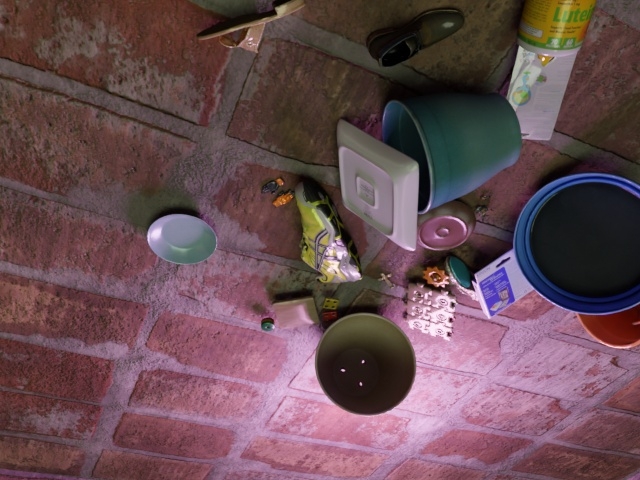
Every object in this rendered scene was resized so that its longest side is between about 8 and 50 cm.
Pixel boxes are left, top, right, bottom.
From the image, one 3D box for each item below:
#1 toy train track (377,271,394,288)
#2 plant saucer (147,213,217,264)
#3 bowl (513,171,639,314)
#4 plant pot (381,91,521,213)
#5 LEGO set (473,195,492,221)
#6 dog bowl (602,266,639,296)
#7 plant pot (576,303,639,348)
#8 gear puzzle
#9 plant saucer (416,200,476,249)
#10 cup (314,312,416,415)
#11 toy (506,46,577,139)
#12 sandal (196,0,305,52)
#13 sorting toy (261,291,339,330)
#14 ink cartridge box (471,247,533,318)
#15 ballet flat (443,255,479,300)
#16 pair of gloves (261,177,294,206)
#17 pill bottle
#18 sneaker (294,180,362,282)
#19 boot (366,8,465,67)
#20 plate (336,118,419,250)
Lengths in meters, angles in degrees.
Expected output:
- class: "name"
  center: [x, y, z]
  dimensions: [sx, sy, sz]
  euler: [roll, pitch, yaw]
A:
- class: "toy train track"
  center: [0.216, 0.132, 1.759]
  dimensions: [0.048, 0.014, 0.083]
  euler: [-26, 130, 18]
- class: "plant saucer"
  center: [-0.393, -0.011, 1.560]
  dimensions: [0.195, 0.037, 0.194]
  euler: [-2, 132, -2]
- class: "bowl"
  center: [0.735, 0.006, 1.489]
  dimensions: [0.391, 0.391, 0.077]
  euler: [-47, 164, 31]
- class: "plant pot"
  center: [0.315, -0.226, 1.287]
  dimensions: [0.256, 0.271, 0.271]
  euler: [-17, 133, -9]
- class: "LEGO set"
  center: [0.469, -0.095, 1.571]
  dimensions: [0.054, 0.023, 0.083]
  euler: [9, 118, -15]
- class: "dog bowl"
  center: [0.812, 0.080, 1.586]
  dimensions: [0.104, 0.264, 0.265]
  euler: [-5, 144, -49]
- class: "plant pot"
  center: [0.980, 0.178, 1.710]
  dimensions: [0.204, 0.290, 0.290]
  euler: [-4, 135, -25]
- class: "gear puzzle"
  center: [0.361, 0.192, 1.781]
  dimensions: [0.176, 0.044, 0.338]
  euler: [16, 138, 21]
- class: "plant saucer"
  center: [0.355, -0.033, 1.591]
  dimensions: [0.199, 0.036, 0.198]
  euler: [2, 136, 2]
- class: "cup"
  center: [0.135, 0.435, 1.859]
  dimensions: [0.332, 0.330, 0.237]
  euler: [1, 158, -6]
- class: "toy"
  center: [0.510, -0.361, 1.305]
  dimensions: [0.137, 0.056, 0.237]
  euler: [2, 127, -2]
- class: "sandal"
  center: [-0.137, -0.440, 1.156]
  dimensions: [0.240, 0.088, 0.079]
  euler: [-20, 125, 6]
- class: "sorting toy"
  center: [-0.070, 0.224, 1.796]
  dimensions: [0.275, 0.046, 0.132]
  euler: [-9, 132, 4]
- class: "ink cartridge box"
  center: [0.575, 0.113, 1.699]
  dimensions: [0.206, 0.045, 0.208]
  euler: [-32, 125, -6]
- class: "ballet flat"
  center: [0.454, 0.132, 1.737]
  dimensions: [0.241, 0.091, 0.077]
  euler: [36, 143, -27]
- class: "pair of gloves"
  center: [-0.116, -0.130, 1.493]
  dimensions: [0.074, 0.010, 0.083]
  euler: [-29, 128, 20]
- class: "pill bottle"
  center: [0.494, -0.516, 1.106]
  dimensions: [0.137, 0.136, 0.245]
  euler: [-2, 132, -3]
- class: "sneaker"
  center: [0.000, 0.000, 1.534]
  dimensions: [0.147, 0.145, 0.384]
  euler: [-18, 130, 11]
- class: "boot"
  center: [0.213, -0.430, 1.182]
  dimensions: [0.220, 0.106, 0.082]
  euler: [-16, 132, 10]
- class: "plate"
  center: [0.128, -0.129, 1.353]
  dimensions: [0.045, 0.277, 0.277]
  euler: [-32, 138, -24]
